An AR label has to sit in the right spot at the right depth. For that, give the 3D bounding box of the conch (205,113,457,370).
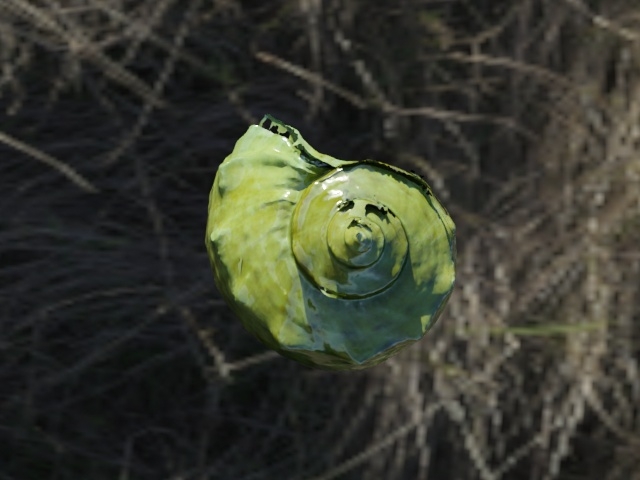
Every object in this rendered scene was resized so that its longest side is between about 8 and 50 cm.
[{"bbox_3d":[0.000,0.000,0.657,0.074,0.121,0.089,-31,91,-10],"label":"conch"}]
